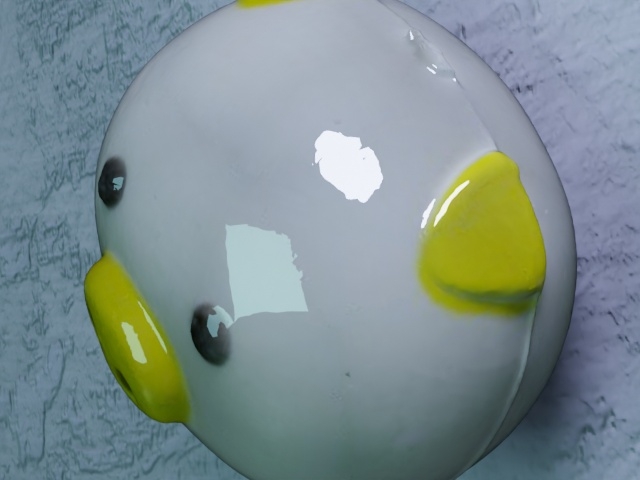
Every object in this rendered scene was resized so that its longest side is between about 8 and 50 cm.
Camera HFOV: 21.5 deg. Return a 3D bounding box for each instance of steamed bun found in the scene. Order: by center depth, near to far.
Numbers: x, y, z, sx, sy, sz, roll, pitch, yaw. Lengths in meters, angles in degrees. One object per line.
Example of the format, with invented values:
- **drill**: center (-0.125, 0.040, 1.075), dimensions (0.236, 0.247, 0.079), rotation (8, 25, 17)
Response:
- **steamed bun**: center (0.005, -0.001, 1.164), dimensions (0.374, 0.334, 0.334), rotation (52, 131, 31)
